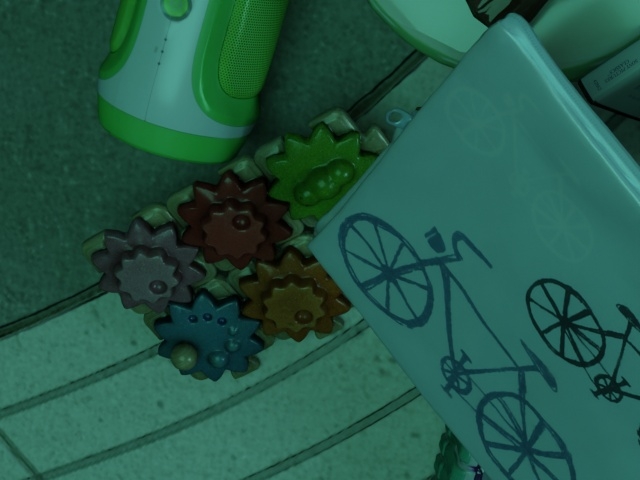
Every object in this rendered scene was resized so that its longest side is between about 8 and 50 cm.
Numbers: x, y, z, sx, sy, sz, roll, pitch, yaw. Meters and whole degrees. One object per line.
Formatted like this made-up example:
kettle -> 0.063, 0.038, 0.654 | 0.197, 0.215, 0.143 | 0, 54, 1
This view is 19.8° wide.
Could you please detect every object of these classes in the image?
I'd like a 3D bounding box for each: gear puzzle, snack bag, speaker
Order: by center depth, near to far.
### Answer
snack bag -> 0.145, 0.045, 1.158 | 0.323, 0.037, 0.342 | 52, 149, 9
speaker -> -0.072, -0.211, 1.318 | 0.131, 0.131, 0.296 | 21, 108, 11
gear puzzle -> 0.000, 0.000, 1.353 | 0.339, 0.044, 0.175 | -27, 120, 20

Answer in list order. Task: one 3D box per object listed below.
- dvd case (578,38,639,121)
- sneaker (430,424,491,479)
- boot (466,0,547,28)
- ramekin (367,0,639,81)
dvd case -> 0.302, -0.155, 1.193 | 0.253, 0.180, 0.022 | -34, 73, 21
sneaker -> 0.133, 0.201, 1.393 | 0.098, 0.083, 0.224 | 12, 112, -8
boot -> 0.120, -0.195, 1.156 | 0.114, 0.037, 0.106 | -41, 87, 25
ramekin -> 0.149, -0.248, 1.232 | 0.303, 0.148, 0.303 | 4, 104, 16
